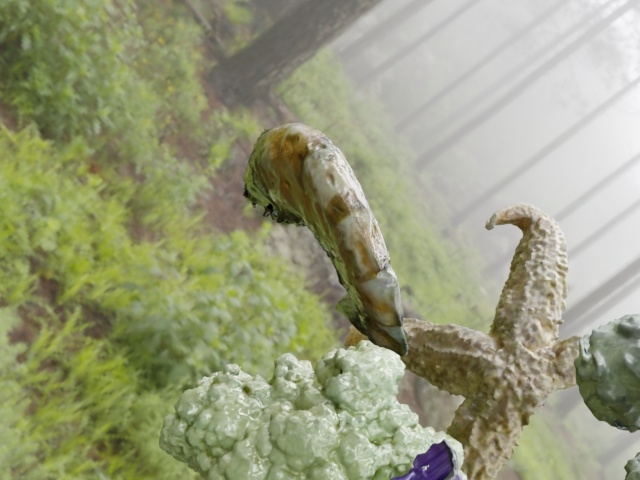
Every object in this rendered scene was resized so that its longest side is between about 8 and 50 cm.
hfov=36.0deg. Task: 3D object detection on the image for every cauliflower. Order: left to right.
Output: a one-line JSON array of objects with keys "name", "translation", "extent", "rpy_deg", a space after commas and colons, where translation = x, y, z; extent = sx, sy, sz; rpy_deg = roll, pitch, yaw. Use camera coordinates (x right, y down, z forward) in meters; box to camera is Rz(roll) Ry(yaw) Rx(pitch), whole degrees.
[{"name": "cauliflower", "translation": [-0.005, 0.213, 1.056], "extent": [0.327, 0.260, 0.281], "rpy_deg": [19, 36, -12]}]

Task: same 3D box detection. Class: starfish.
[{"name": "starfish", "translation": [0.187, 0.162, 1.288], "extent": [0.324, 0.432, 0.082], "rpy_deg": [52, 9, 31]}]

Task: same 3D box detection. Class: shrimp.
[{"name": "shrimp", "translation": [0.000, 0.000, 0.923], "extent": [0.233, 0.071, 0.365], "rpy_deg": [64, -11, -7]}]

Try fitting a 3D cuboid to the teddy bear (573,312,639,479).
[{"name": "teddy bear", "translation": [0.150, 0.008, 0.274], "extent": [0.133, 0.111, 0.213], "rpy_deg": [-88, -175, -52]}]

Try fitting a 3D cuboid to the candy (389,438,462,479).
[{"name": "candy", "translation": [0.070, 0.286, 0.700], "extent": [0.070, 0.145, 0.275], "rpy_deg": [29, 31, -33]}]
